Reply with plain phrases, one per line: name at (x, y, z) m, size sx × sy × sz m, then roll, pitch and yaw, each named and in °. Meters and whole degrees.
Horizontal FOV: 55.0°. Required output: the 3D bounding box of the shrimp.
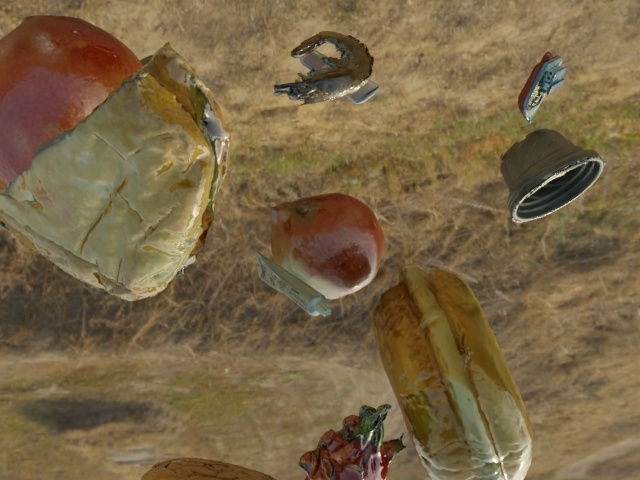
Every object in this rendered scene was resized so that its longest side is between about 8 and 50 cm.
shrimp at (0.003, -0.399, 1.399) m, size 0.253 × 0.173 × 0.058 m, roll -14°, pitch 169°, yaw -15°

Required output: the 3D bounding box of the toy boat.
toy boat at (0.489, -0.334, 1.364) m, size 0.069 × 0.059 × 0.172 m, roll -30°, pitch 154°, yaw -29°

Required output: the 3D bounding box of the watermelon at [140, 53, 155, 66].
watermelon at (-0.417, -0.405, 1.681) m, size 0.215 × 0.187 × 0.188 m, roll 26°, pitch 138°, yaw -28°

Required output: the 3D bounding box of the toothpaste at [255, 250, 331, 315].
toothpaste at (-0.054, 0.083, 1.103) m, size 0.041 × 0.218 × 0.064 m, roll -26°, pitch 125°, yaw -30°

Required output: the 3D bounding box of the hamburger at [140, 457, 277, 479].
hamburger at (-0.160, 0.381, 0.878) m, size 0.214 × 0.108 × 0.214 m, roll 10°, pitch 171°, yaw 2°

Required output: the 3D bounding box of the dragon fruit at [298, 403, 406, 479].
dragon fruit at (0.058, 0.338, 0.962) m, size 0.137 × 0.135 × 0.235 m, roll 2°, pitch 119°, yaw -57°

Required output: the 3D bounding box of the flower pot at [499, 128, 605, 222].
flower pot at (0.498, -0.157, 1.382) m, size 0.236 × 0.140 × 0.235 m, roll -23°, pitch 155°, yaw -12°

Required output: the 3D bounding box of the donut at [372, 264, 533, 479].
donut at (0.231, 0.257, 1.118) m, size 0.198 × 0.448 × 0.449 m, roll -21°, pitch 149°, yaw 4°

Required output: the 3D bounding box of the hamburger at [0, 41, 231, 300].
hamburger at (-0.211, -0.048, 0.699) m, size 0.330 × 0.162 × 0.209 m, roll -28°, pitch 110°, yaw 31°

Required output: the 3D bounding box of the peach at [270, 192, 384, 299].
peach at (0.000, 0.000, 1.299) m, size 0.257 × 0.232 × 0.232 m, roll 40°, pitch 132°, yaw -15°

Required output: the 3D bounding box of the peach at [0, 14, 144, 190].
peach at (-0.504, -0.250, 1.219) m, size 0.389 × 0.388 × 0.388 m, roll -6°, pitch 150°, yaw -3°

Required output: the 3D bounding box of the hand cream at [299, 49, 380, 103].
hand cream at (0.041, -0.411, 1.537) m, size 0.079 × 0.255 × 0.048 m, roll -40°, pitch 142°, yaw -11°
